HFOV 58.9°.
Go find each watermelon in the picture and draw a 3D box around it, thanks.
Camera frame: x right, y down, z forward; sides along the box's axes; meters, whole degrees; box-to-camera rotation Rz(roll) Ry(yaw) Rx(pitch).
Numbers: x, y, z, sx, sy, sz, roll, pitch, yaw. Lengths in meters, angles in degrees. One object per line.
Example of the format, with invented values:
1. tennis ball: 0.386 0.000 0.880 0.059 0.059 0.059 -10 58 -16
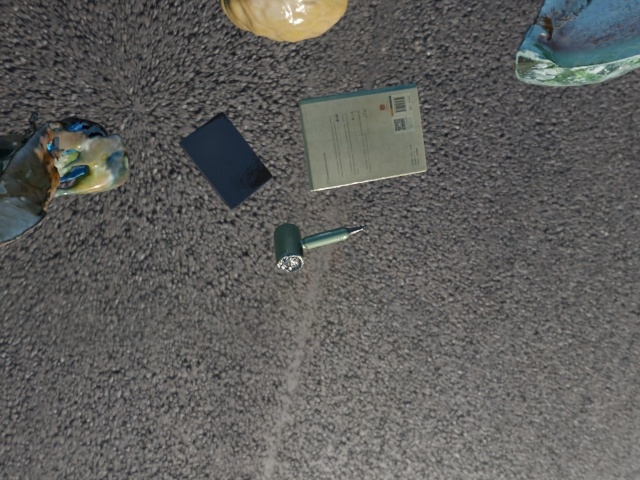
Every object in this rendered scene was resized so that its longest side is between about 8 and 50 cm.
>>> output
1. watermelon: 0.421 -0.346 0.823 0.320 0.290 0.213 -29 109 -43

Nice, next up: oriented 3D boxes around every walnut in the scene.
1. walnut: -0.074 -0.517 1.055 0.285 0.285 0.296 -20 81 -13

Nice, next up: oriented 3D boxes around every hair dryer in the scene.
1. hair dryer: 0.000 0.000 0.902 0.150 0.071 0.047 -13 138 4

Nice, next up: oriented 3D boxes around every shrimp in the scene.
1. shrimp: -0.357 -0.053 0.585 0.221 0.445 0.109 16 116 15

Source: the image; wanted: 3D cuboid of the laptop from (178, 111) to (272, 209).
1. laptop: -0.217 -0.185 1.315 0.135 0.016 0.197 -41 104 -18

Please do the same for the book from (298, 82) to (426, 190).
1. book: 0.100 -0.237 1.300 0.283 0.025 0.214 -9 99 -11
